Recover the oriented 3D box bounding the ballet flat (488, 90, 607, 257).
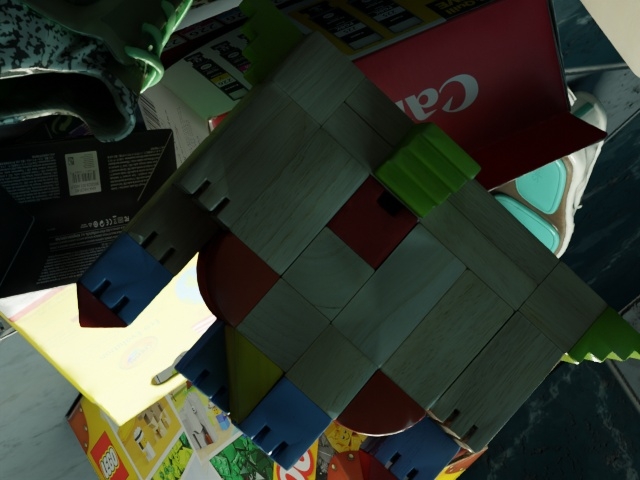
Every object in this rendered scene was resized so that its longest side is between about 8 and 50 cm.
[{"bbox_3d":[0.306,-0.076,2.580,0.139,0.139,0.400,-27,162,-16],"label":"ballet flat"}]

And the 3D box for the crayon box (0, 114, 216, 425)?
[{"bbox_3d":[-0.196,0.023,1.791,0.202,0.081,0.318,-33,137,3],"label":"crayon box"}]

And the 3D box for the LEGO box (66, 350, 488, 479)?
[{"bbox_3d":[-0.070,0.224,2.299,0.193,0.372,0.500,-20,159,-35],"label":"LEGO box"}]

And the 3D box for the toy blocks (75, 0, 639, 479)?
[{"bbox_3d":[0.007,0.045,1.385,0.261,0.381,0.191,-49,-172,-6],"label":"toy blocks"}]

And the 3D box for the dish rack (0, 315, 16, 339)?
[{"bbox_3d":[-0.233,0.053,1.978,0.271,0.074,0.208,-27,172,-9],"label":"dish rack"}]

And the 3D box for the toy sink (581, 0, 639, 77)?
[{"bbox_3d":[0.370,-0.299,1.982,0.131,0.153,0.234,-27,162,-18],"label":"toy sink"}]

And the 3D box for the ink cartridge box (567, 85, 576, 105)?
[{"bbox_3d":[0.189,-0.178,2.027,0.099,0.135,0.056,-35,163,8],"label":"ink cartridge box"}]

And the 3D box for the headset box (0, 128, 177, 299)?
[{"bbox_3d":[-0.286,-0.017,1.498,0.293,0.110,0.218,-3,-175,36],"label":"headset box"}]

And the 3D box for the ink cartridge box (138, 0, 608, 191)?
[{"bbox_3d":[0.036,-0.122,1.588,0.309,0.272,0.130,-24,119,-16],"label":"ink cartridge box"}]

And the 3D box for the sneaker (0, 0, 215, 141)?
[{"bbox_3d":[-0.164,-0.147,1.401,0.410,0.182,0.158,-21,160,-34],"label":"sneaker"}]
